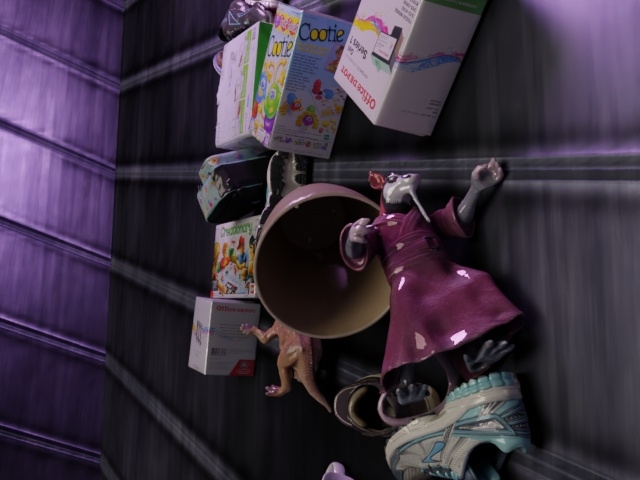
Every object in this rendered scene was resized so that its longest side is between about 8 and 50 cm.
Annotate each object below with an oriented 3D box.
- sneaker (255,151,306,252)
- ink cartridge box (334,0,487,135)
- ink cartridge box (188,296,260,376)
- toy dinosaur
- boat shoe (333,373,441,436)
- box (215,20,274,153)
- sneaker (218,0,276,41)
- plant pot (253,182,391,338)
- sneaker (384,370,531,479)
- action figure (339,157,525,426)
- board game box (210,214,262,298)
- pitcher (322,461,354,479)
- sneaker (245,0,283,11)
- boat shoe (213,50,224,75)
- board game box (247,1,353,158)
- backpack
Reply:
[{"bbox_3d":[-0.080,-0.066,1.770,0.110,0.107,0.275,172,108,-82],"label":"sneaker"},{"bbox_3d":[0.145,-0.343,1.331,0.201,0.117,0.278,59,136,50],"label":"ink cartridge box"},{"bbox_3d":[-0.231,0.228,1.935,0.127,0.128,0.176,3,86,63],"label":"ink cartridge box"},{"bbox_3d":[-0.039,0.185,1.584,0.200,0.127,0.296,-53,45,35],"label":"toy dinosaur"},{"bbox_3d":[0.088,0.273,1.334,0.285,0.092,0.103,-10,75,62],"label":"boat shoe"},{"bbox_3d":[-0.148,-0.352,1.902,0.231,0.126,0.262,-6,80,63],"label":"box"},{"bbox_3d":[-0.172,-0.521,1.981,0.106,0.101,0.267,-51,31,-3],"label":"sneaker"},{"bbox_3d":[0.000,0.000,1.440,0.274,0.256,0.257,-112,36,-69],"label":"plant pot"},{"bbox_3d":[0.186,0.296,1.124,0.283,0.110,0.122,-55,42,44],"label":"sneaker"},{"bbox_3d":[0.159,0.045,1.197,0.276,0.248,0.370,90,167,-52],"label":"action figure"},{"bbox_3d":[-0.190,0.048,1.977,0.305,0.053,0.193,-9,75,62],"label":"board game box"},{"bbox_3d":[0.010,0.510,1.429,0.178,0.125,0.207,-149,78,-83],"label":"pitcher"},{"bbox_3d":[-0.133,-0.614,2.007,0.170,0.063,0.075,34,111,58],"label":"sneaker"},{"bbox_3d":[-0.234,-0.464,2.176,0.066,0.066,0.183,-57,46,33],"label":"boat shoe"},{"bbox_3d":[-0.034,-0.327,1.653,0.142,0.144,0.275,45,124,58],"label":"board game box"},{"bbox_3d":[-0.211,-0.126,1.919,0.144,0.165,0.188,59,145,18],"label":"backpack"}]
